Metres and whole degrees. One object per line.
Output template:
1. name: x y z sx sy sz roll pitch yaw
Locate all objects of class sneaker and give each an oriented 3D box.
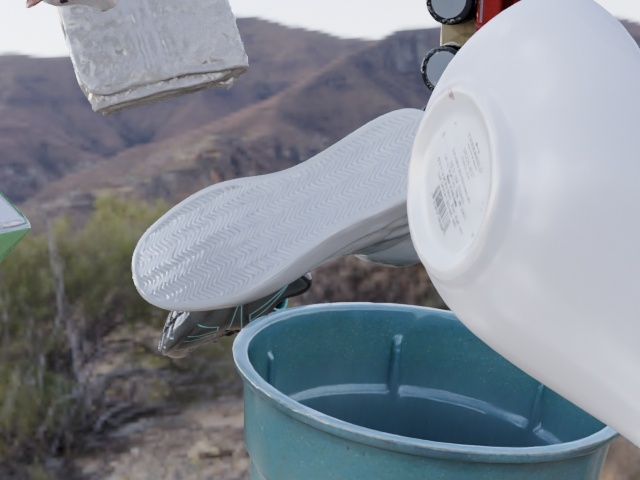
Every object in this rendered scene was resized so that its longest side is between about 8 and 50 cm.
1. sneaker: -0.104 0.078 1.276 0.106 0.101 0.267 25 -35 -15
2. sneaker: 0.000 0.000 0.954 0.292 0.108 0.169 -21 -22 19

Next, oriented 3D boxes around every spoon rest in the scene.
1. spoon rest: 0.093 0.034 0.384 0.084 0.276 0.137 5 -37 -20

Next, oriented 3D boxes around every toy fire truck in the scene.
1. toy fire truck: 0.240 -0.193 1.253 0.246 0.217 0.158 9 13 27

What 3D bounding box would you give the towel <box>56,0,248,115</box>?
1. towel: -0.199 -0.285 1.225 0.187 0.282 0.049 -14 -6 -10

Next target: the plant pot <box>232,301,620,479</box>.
1. plant pot: 0.076 0.266 1.001 0.341 0.334 0.341 6 13 -1

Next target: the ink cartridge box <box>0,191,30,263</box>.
1. ink cartridge box: -0.393 0.024 0.831 0.289 0.211 0.121 -48 -7 16

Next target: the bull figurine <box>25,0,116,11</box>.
1. bull figurine: -0.181 -0.316 0.813 0.188 0.310 0.101 -15 28 8
